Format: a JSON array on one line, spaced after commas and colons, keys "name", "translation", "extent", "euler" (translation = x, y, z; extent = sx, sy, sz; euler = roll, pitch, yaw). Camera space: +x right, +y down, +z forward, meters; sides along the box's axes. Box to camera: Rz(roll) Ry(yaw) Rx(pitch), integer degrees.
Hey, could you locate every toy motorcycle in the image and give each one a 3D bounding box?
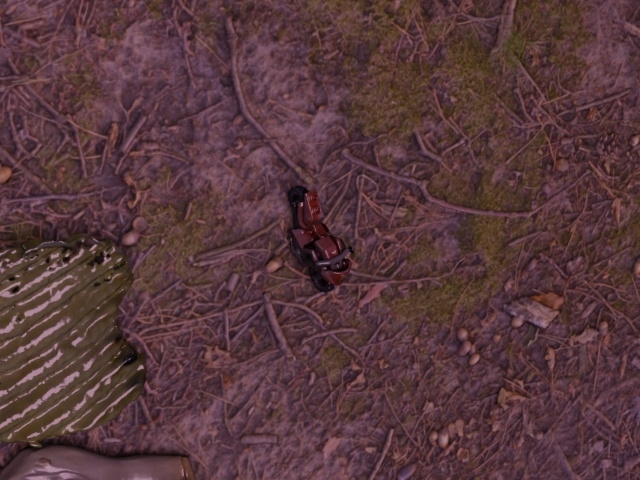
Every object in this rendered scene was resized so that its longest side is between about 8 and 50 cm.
[{"name": "toy motorcycle", "translation": [0.000, 0.000, 1.811], "extent": [0.084, 0.118, 0.213], "euler": [-23, 106, -27]}]

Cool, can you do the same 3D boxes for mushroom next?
[{"name": "mushroom", "translation": [-0.390, 0.422, 1.734], "extent": [0.351, 0.097, 0.109], "euler": [10, 106, -27]}]

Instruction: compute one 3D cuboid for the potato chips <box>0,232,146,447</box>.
[{"name": "potato chips", "translation": [-0.490, 0.167, 1.651], "extent": [0.389, 0.097, 0.373], "euler": [-11, 112, -23]}]
